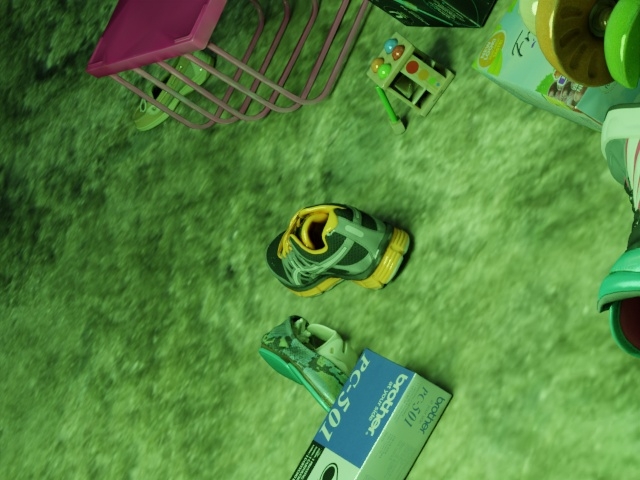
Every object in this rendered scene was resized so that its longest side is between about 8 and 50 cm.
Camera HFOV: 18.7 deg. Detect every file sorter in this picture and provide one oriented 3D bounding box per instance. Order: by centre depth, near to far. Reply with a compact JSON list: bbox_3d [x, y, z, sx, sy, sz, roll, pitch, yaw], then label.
[{"bbox_3d":[-0.098,-0.251,2.212,0.291,0.182,0.202,-4,59,60],"label":"file sorter"}]

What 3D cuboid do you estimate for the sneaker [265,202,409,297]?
[{"bbox_3d":[0.000,0.000,1.873,0.215,0.083,0.084,-10,54,59],"label":"sneaker"}]

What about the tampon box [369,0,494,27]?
[{"bbox_3d":[0.103,-0.288,1.966,0.101,0.120,0.161,-62,26,-7],"label":"tampon box"}]

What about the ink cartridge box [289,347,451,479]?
[{"bbox_3d":[0.023,0.200,1.650,0.207,0.046,0.097,-59,27,-4],"label":"ink cartridge box"}]

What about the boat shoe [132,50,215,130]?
[{"bbox_3d":[-0.197,-0.196,2.479,0.153,0.048,0.056,-36,33,38],"label":"boat shoe"}]

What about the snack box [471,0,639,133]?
[{"bbox_3d":[0.239,-0.190,1.675,0.174,0.070,0.207,-58,24,1],"label":"snack box"}]

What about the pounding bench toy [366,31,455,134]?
[{"bbox_3d":[0.077,-0.154,1.926,0.083,0.065,0.052,-54,26,8],"label":"pounding bench toy"}]

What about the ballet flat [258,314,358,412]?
[{"bbox_3d":[-0.001,0.110,1.780,0.070,0.070,0.188,-57,29,1],"label":"ballet flat"}]

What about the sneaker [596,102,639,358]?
[{"bbox_3d":[0.256,0.000,1.386,0.295,0.124,0.178,-174,100,-84],"label":"sneaker"}]

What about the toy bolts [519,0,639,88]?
[{"bbox_3d":[0.268,-0.213,1.416,0.158,0.228,0.218,32,115,51],"label":"toy bolts"}]
